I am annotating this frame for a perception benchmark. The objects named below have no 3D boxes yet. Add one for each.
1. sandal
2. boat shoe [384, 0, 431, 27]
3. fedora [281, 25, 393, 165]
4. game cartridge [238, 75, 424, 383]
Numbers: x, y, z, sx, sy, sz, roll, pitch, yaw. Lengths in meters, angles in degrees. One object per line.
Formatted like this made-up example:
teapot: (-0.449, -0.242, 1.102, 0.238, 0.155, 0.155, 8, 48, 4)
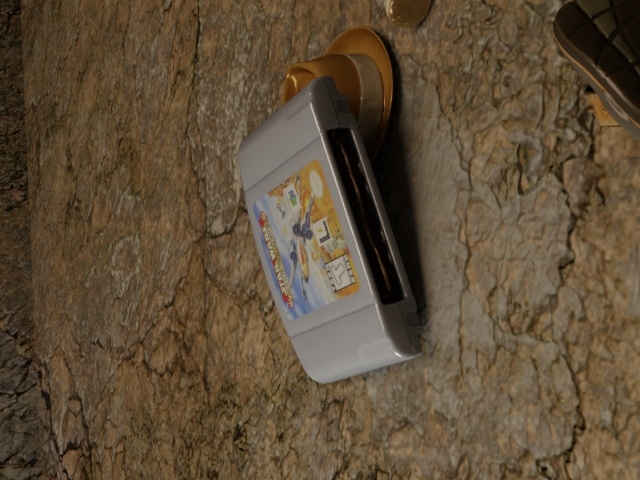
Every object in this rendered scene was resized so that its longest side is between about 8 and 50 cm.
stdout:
sandal: (0.235, -0.103, 0.702, 0.060, 0.090, 0.219, 96, 153, -50)
boat shoe: (0.096, -0.304, 0.985, 0.059, 0.063, 0.170, -115, 35, -45)
fedora: (0.009, -0.157, 1.105, 0.194, 0.079, 0.194, -21, 66, 59)
game cartridge: (0.000, 0.000, 1.037, 0.198, 0.062, 0.297, -28, 77, 52)
